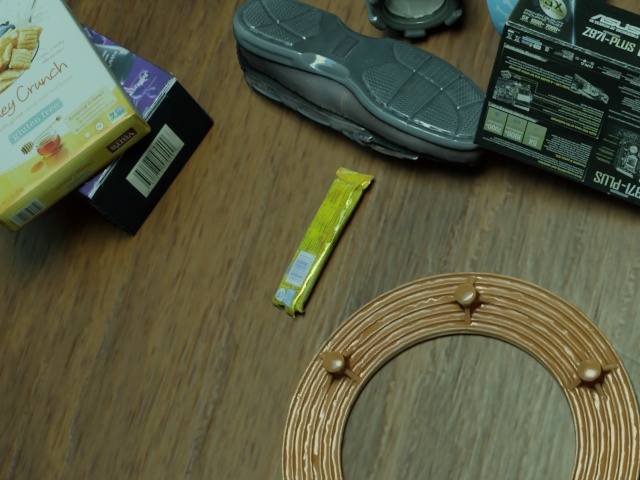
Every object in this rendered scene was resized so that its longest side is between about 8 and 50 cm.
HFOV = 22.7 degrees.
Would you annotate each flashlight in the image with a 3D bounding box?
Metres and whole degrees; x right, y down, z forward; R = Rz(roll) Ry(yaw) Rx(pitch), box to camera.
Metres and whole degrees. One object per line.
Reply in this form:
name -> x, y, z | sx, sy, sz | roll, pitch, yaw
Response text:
flashlight -> 0.086, -0.356, 1.632 | 0.103, 0.103, 0.304 | -6, 60, 4

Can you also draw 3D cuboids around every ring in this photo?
ring -> 0.119, 0.183, 1.433 | 0.336, 0.032, 0.337 | -8, 65, 17

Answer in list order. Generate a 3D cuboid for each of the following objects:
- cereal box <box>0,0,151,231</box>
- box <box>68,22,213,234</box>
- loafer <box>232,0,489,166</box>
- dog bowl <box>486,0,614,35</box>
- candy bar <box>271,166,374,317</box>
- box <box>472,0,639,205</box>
cereal box -> -0.297, -0.148, 1.586 | 0.173, 0.047, 0.240 | -38, 62, 3
box -> -0.243, -0.128, 1.648 | 0.207, 0.108, 0.153 | 30, 81, 27
loafer -> 0.043, -0.145, 1.579 | 0.302, 0.095, 0.109 | 30, 50, 23
dog bowl -> 0.237, -0.312, 1.531 | 0.074, 0.166, 0.297 | 6, 71, 34
candy bar -> 0.000, 0.000, 1.559 | 0.040, 0.018, 0.161 | 21, 77, 29
box -> 0.244, -0.130, 1.423 | 0.180, 0.147, 0.077 | 21, 47, 11
